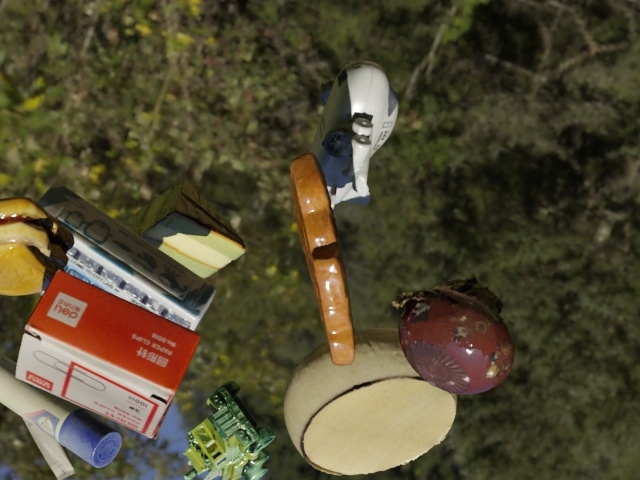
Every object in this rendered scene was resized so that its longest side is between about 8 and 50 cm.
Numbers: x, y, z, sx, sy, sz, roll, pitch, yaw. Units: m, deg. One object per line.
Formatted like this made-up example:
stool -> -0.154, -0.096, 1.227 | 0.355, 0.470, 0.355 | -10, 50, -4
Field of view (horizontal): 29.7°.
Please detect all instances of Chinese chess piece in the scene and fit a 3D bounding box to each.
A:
Chinese chess piece -> 0.072, 0.233, 1.722 | 0.249, 0.250, 0.103 | 17, -142, -31

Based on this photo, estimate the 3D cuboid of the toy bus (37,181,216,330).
toy bus -> -0.301, 0.052, 1.730 | 0.297, 0.131, 0.106 | 33, -146, -5

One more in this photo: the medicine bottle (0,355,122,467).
medicine bottle -> -0.375, 0.235, 1.671 | 0.230, 0.059, 0.059 | 26, -170, 29

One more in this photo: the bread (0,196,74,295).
bread -> -0.361, 0.010, 1.404 | 0.115, 0.077, 0.200 | -6, 164, 3

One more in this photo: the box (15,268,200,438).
box -> -0.239, 0.133, 1.346 | 0.182, 0.099, 0.133 | 26, 145, -5

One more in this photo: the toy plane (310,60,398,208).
toy plane -> 0.047, -0.157, 1.819 | 0.118, 0.252, 0.252 | 9, -169, -10

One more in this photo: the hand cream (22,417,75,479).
hand cream -> -0.559, 0.400, 2.465 | 0.054, 0.186, 0.087 | -24, 175, -41

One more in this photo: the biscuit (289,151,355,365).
biscuit -> 0.000, 0.000, 1.576 | 0.043, 0.284, 0.306 | -13, -159, -3

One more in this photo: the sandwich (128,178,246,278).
sandwich -> -0.219, 0.011, 1.992 | 0.187, 0.117, 0.144 | 49, -159, -24

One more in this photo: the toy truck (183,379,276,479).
toy truck -> -0.165, 0.345, 2.023 | 0.128, 0.135, 0.259 | 52, 156, 15

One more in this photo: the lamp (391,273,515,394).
lamp -> 0.182, 0.121, 1.565 | 0.156, 0.135, 0.157 | 14, 140, 38
